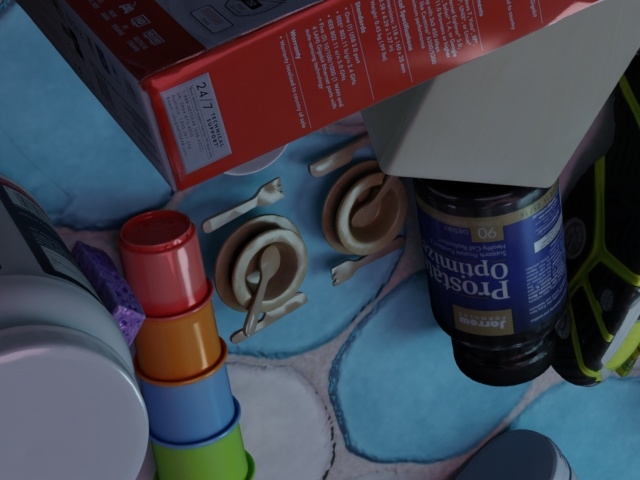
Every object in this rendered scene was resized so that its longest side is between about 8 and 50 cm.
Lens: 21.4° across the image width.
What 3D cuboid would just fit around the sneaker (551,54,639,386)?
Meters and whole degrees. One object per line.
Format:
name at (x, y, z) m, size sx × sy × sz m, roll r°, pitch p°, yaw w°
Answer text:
sneaker at (0.317, -0.033, 1.513) m, size 0.147 × 0.145 × 0.385 m, roll 10°, pitch 114°, yaw -32°

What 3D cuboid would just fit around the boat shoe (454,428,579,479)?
boat shoe at (0.124, 0.357, 1.654) m, size 0.367 × 0.136 × 0.156 m, roll -48°, pitch 131°, yaw -8°

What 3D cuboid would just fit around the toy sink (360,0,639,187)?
toy sink at (0.139, -0.169, 1.286) m, size 0.152 × 0.131 × 0.234 m, roll 3°, pitch 137°, yaw -23°

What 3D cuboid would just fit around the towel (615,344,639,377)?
towel at (0.352, 0.029, 1.552) m, size 0.021 × 0.102 × 0.237 m, roll 37°, pitch 127°, yaw 1°

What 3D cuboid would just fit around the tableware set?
tableware set at (0.000, 0.000, 1.409) m, size 0.194 × 0.039 × 0.128 m, roll -29°, pitch 127°, yaw -23°

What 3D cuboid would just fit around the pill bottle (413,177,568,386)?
pill bottle at (0.151, 0.015, 1.462) m, size 0.122 × 0.123 × 0.219 m, roll -23°, pitch 128°, yaw -15°

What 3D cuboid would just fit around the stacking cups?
stacking cups at (-0.111, 0.128, 1.408) m, size 0.096 × 0.096 × 0.316 m, roll -20°, pitch 125°, yaw -17°

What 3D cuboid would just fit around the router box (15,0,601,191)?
router box at (-0.031, -0.192, 1.119) m, size 0.301 × 0.335 × 0.082 m, roll -26°, pitch 126°, yaw -14°

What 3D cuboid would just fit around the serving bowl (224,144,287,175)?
serving bowl at (-0.063, -0.094, 1.350) m, size 0.083 × 0.027 × 0.083 m, roll -12°, pitch 121°, yaw -21°

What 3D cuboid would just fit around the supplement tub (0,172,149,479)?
supplement tub at (-0.244, 0.078, 1.199) m, size 0.191 × 0.272 × 0.191 m, roll -12°, pitch 122°, yaw -21°

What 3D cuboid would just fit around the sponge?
sponge at (-0.212, 0.115, 1.336) m, size 0.031 × 0.117 × 0.210 m, roll 23°, pitch 105°, yaw -33°

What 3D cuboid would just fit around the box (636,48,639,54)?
box at (0.215, -0.268, 1.380) m, size 0.220 × 0.051 × 0.175 m, roll 18°, pitch 108°, yaw -33°
